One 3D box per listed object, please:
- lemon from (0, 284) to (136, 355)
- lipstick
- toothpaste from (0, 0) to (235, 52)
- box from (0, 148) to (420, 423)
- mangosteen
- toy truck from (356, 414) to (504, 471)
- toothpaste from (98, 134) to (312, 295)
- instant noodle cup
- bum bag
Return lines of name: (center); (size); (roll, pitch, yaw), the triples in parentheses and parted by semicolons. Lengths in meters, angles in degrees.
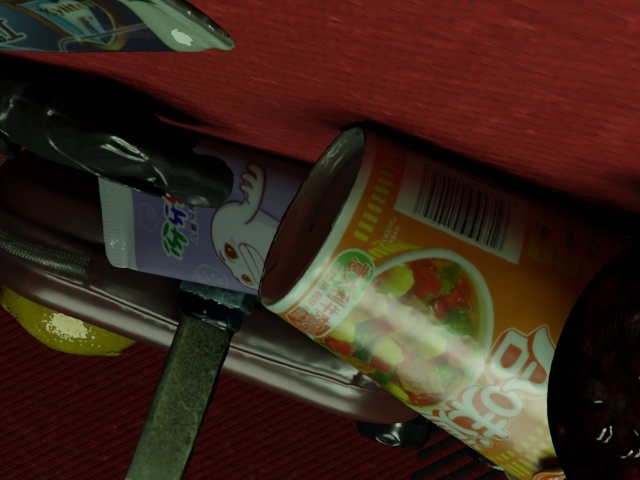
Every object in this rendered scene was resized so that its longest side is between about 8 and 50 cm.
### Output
lemon: (-0.254, 0.042, 2.133); (0.206, 0.174, 0.173); (7, 175, -4)
lipstick: (-0.095, 0.097, 1.390); (0.051, 0.312, 0.051); (18, 174, 8)
toothpaste: (-0.200, -0.122, 0.920); (0.392, 0.061, 0.098); (11, 168, 45)
box: (-0.080, 0.032, 1.553); (0.403, 0.108, 0.263); (20, -170, 1)
mangosteen: (0.210, 0.071, 0.942); (0.199, 0.200, 0.200); (19, 174, 2)
toy truck: (0.144, 0.133, 1.858); (0.224, 0.147, 0.165); (15, -177, 13)
toothpaste: (0.000, 0.000, 1.291); (0.371, 0.125, 0.080); (15, -148, 31)
instant noodle cup: (0.071, 0.029, 1.069); (0.185, 0.168, 0.168); (28, 172, -13)
bum bag: (-0.173, -0.076, 1.283); (0.248, 0.060, 0.123); (15, 173, 42)
